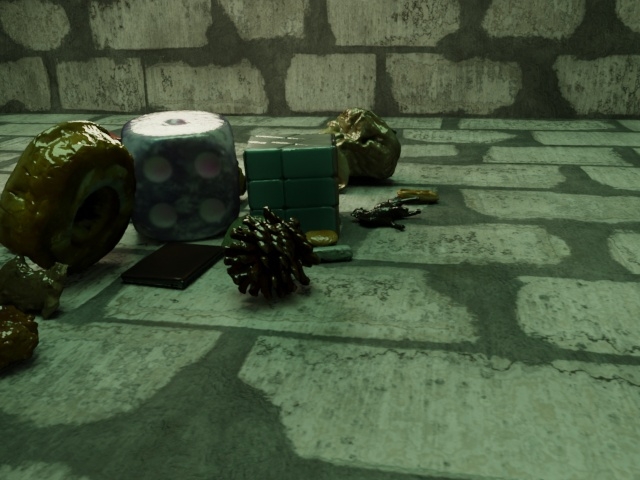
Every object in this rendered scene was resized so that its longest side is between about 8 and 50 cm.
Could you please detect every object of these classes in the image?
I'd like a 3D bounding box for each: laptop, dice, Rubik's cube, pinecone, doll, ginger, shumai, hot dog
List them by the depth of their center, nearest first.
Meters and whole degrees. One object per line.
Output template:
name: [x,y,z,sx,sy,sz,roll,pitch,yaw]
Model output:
ginger: [-0.617,0.081,1.175,0.290,0.122,0.084,2,-11,17]
pinecone: [-0.099,0.031,1.189,0.179,0.150,0.195,39,34,17]
laptop: [-0.318,0.051,1.342,0.154,0.026,0.207,3,20,16]
dice: [-0.351,-0.170,1.553,0.270,0.271,0.270,-6,26,-13]
Rubik's cube: [-0.067,-0.144,1.559,0.231,0.225,0.221,-2,19,1]
doll: [0.166,-0.074,1.607,0.165,0.057,0.139,3,23,26]
hot dog: [0.277,-0.124,1.761,0.133,0.041,0.056,4,20,-8]
shumai: [0.078,-0.250,1.968,0.262,0.267,0.314,-42,5,-17]

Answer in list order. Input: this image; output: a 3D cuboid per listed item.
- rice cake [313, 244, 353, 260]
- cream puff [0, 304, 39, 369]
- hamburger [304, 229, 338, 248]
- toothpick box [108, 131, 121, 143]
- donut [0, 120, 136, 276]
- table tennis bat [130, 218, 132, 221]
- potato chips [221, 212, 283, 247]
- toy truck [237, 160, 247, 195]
rice cake: [-0.031,0.033,1.354,0.207,0.033,0.033,-5,14,-9]
cream puff: [-0.512,0.159,0.975,0.122,0.094,0.116,24,26,1]
hamburger: [0.000,0.000,1.429,0.083,0.044,0.076,0,21,-5]
toothpick box: [-0.691,-0.245,1.907,0.204,0.204,0.333,-14,23,-31]
donut: [-0.511,-0.076,1.276,0.160,0.330,0.330,36,36,23]
table tennis bat: [-0.507,-0.094,1.726,0.244,0.040,0.153,17,28,32]
potato chips: [-0.146,-0.007,1.399,0.228,0.059,0.167,-2,29,22]
toy truck: [-0.307,-0.182,1.829,0.224,0.147,0.165,15,4,31]
